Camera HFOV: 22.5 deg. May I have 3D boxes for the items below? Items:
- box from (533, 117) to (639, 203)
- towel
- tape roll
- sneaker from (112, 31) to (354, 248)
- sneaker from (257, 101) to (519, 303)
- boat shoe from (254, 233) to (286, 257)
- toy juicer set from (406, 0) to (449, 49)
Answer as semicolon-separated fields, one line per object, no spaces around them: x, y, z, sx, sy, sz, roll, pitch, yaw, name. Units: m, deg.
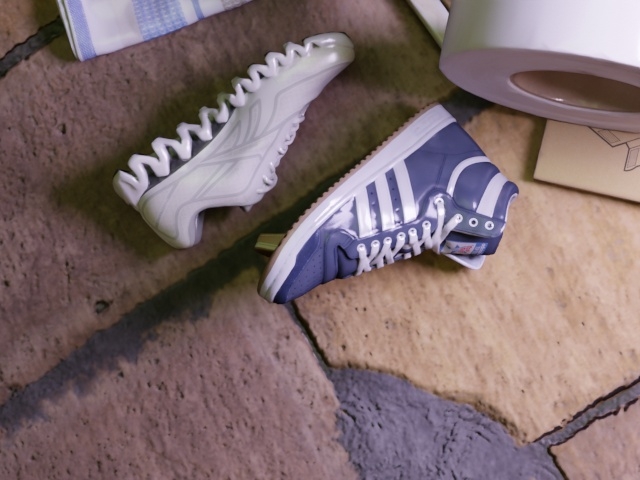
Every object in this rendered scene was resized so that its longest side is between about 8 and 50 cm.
0.333;-0.119;1.634;0.201;0.021;0.164;13;84;12;box
-0.168;-0.332;1.741;0.285;0.034;0.209;-19;80;6;towel
0.258;-0.183;1.501;0.286;0.286;0.100;10;83;11;tape roll
-0.072;-0.105;1.664;0.292;0.110;0.118;-38;86;11;sneaker
0.078;-0.003;1.589;0.153;0.099;0.282;43;67;10;sneaker
0.000;0.000;1.661;0.135;0.050;0.045;4;78;-1;boat shoe
0.157;-0.363;1.662;0.209;0.089;0.329;34;89;12;toy juicer set
